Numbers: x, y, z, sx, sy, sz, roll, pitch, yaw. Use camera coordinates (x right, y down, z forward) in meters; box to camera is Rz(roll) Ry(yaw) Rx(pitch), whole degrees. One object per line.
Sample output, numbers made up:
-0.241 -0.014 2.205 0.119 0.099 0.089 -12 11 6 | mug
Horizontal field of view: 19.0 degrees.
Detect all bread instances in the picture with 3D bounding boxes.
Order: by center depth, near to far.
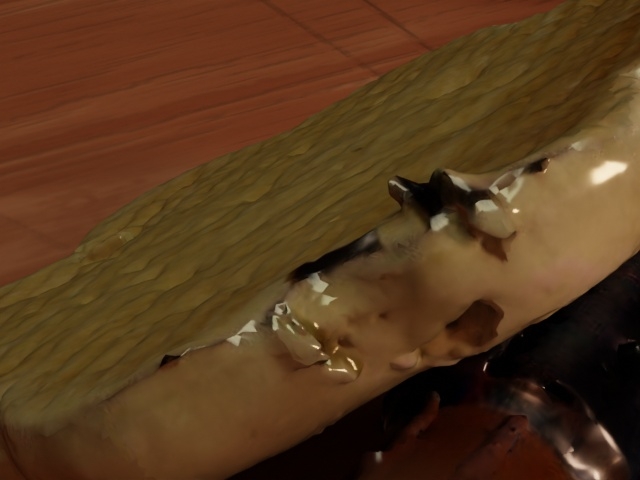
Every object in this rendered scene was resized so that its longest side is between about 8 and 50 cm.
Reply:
0.000 0.000 0.579 0.316 0.054 0.316 -27 11 6 | bread

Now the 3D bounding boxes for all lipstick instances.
0.021 0.086 0.466 0.077 0.077 0.418 8 30 31 | lipstick
